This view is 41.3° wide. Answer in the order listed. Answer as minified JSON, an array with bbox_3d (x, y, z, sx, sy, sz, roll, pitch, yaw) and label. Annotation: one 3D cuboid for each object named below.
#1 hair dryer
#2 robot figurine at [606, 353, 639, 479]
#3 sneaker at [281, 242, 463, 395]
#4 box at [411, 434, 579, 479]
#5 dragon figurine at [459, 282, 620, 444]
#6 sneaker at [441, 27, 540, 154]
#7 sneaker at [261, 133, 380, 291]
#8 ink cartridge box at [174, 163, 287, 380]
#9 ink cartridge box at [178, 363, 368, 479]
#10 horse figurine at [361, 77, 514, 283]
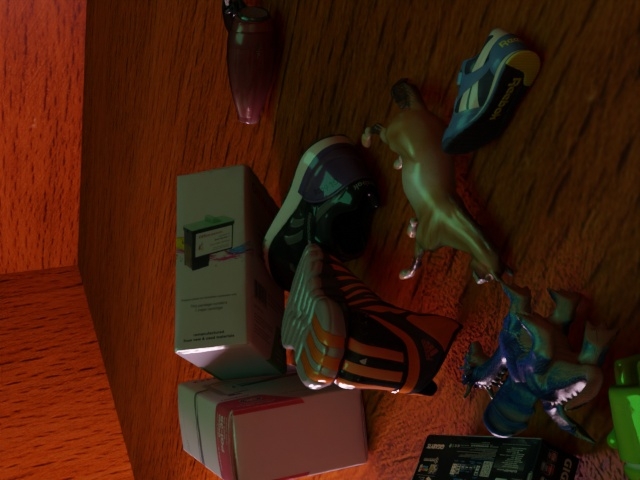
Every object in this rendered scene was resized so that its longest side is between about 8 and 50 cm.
[{"bbox_3d":[-0.118,-0.340,1.399,0.223,0.080,0.293,166,102,-82],"label":"hair dryer"},{"bbox_3d":[0.265,0.146,0.664,0.101,0.067,0.115,-18,80,62],"label":"robot figurine"},{"bbox_3d":[0.057,0.105,1.005,0.321,0.180,0.124,-110,36,-70],"label":"sneaker"},{"bbox_3d":[0.153,0.289,0.866,0.220,0.051,0.175,-26,38,64],"label":"box"},{"bbox_3d":[0.191,0.127,0.733,0.289,0.085,0.144,-106,22,-74],"label":"dragon figurine"},{"bbox_3d":[0.160,-0.144,0.834,0.144,0.053,0.059,-59,45,42],"label":"sneaker"},{"bbox_3d":[0.000,0.000,1.170,0.124,0.107,0.283,58,147,32],"label":"sneaker"},{"bbox_3d":[-0.133,0.053,1.292,0.201,0.117,0.278,58,-153,-65],"label":"ink cartridge box"},{"bbox_3d":[-0.084,0.275,1.301,0.283,0.207,0.117,178,86,-66],"label":"ink cartridge box"},{"bbox_3d":[0.114,-0.066,0.941,0.174,0.066,0.263,149,109,-70],"label":"horse figurine"}]
